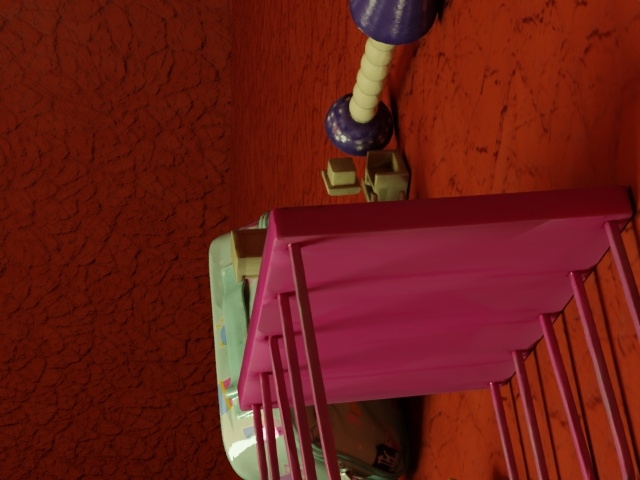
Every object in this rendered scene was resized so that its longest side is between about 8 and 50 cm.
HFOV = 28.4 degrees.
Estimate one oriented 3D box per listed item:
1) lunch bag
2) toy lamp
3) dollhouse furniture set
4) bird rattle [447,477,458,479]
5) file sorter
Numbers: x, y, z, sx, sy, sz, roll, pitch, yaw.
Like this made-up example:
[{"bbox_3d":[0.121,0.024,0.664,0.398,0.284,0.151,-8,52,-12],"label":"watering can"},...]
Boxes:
[{"bbox_3d":[-0.015,0.119,1.263,0.224,0.108,0.279,34,-141,-50],"label":"lunch bag"},{"bbox_3d":[0.055,-0.169,1.151,0.275,0.080,0.080,101,163,-65],"label":"toy lamp"},{"bbox_3d":[0.000,0.000,1.205,0.161,0.182,0.101,-105,15,-50],"label":"dollhouse furniture set"},{"bbox_3d":[0.114,0.313,0.956,0.207,0.143,0.253,79,170,-68],"label":"bird rattle"},{"bbox_3d":[0.068,0.118,0.779,0.291,0.202,0.182,106,158,-63],"label":"file sorter"}]
